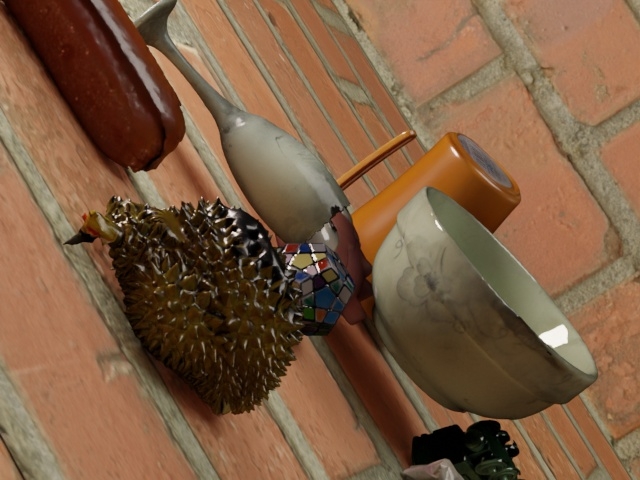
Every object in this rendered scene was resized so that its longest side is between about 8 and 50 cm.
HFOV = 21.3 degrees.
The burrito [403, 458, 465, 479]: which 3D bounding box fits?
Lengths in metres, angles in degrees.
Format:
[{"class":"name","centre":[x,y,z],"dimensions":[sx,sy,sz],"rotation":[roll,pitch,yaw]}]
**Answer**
[{"class":"burrito","centre":[0.173,0.335,1.969],"dimensions":[0.203,0.064,0.064],"rotation":[56,12,-2]}]

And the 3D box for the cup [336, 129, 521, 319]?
[{"class":"cup","centre":[0.116,-0.024,2.241],"dimensions":[0.226,0.264,0.182],"rotation":[49,17,19]}]

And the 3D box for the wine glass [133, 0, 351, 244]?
[{"class":"wine glass","centre":[-0.051,-0.171,1.963],"dimensions":[0.309,0.096,0.264],"rotation":[48,48,-1]}]

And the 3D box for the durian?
[{"class":"durian","centre":[-0.101,0.030,1.487],"dimensions":[0.237,0.138,0.193],"rotation":[46,16,-40]}]

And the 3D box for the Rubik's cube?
[{"class":"Rubik's cube","centre":[-0.015,0.055,1.871],"dimensions":[0.111,0.093,0.111],"rotation":[55,10,-15]}]

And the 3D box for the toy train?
[{"class":"toy train","centre":[0.185,0.272,2.067],"dimensions":[0.170,0.111,0.071],"rotation":[50,26,-57]}]

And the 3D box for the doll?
[{"class":"doll","centre":[0.000,0.000,2.056],"dimensions":[0.211,0.093,0.262],"rotation":[61,14,-15]}]

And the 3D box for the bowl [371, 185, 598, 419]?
[{"class":"bowl","centre":[0.176,0.094,2.037],"dimensions":[0.307,0.163,0.307],"rotation":[43,16,-16]}]

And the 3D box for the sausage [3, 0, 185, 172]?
[{"class":"sausage","centre":[-0.242,-0.216,1.680],"dimensions":[0.330,0.102,0.102],"rotation":[56,12,-1]}]
